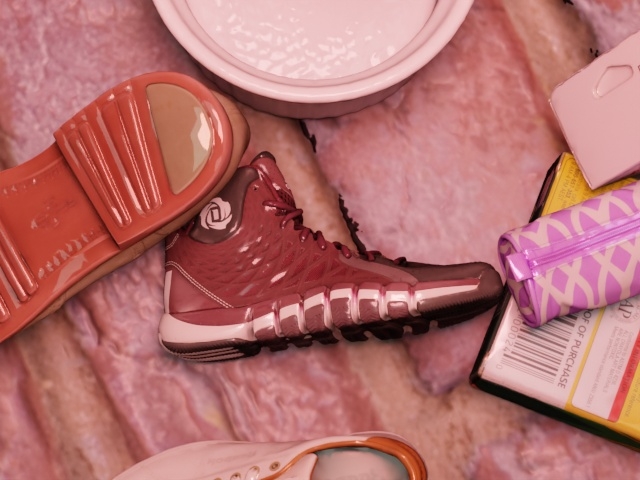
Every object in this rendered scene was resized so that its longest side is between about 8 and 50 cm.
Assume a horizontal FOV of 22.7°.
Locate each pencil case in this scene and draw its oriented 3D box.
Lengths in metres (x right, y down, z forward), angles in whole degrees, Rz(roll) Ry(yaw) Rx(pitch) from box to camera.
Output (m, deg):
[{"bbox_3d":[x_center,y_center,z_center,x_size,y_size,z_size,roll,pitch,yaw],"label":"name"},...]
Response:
[{"bbox_3d":[0.239,-0.001,1.230,0.206,0.088,0.086,-23,82,-5],"label":"pencil case"}]

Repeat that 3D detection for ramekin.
[{"bbox_3d":[-0.008,-0.233,1.317,0.277,0.135,0.277,0,80,-2],"label":"ramekin"}]

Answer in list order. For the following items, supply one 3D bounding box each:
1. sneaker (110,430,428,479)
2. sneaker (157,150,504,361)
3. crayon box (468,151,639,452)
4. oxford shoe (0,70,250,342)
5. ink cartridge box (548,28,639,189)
[{"bbox_3d":[-0.058,0.201,1.250,0.290,0.123,0.106,-14,83,-3],"label":"sneaker"},{"bbox_3d":[0.000,0.000,1.286,0.281,0.106,0.163,-8,76,4],"label":"sneaker"},{"bbox_3d":[0.305,0.081,1.303,0.318,0.081,0.202,22,80,2],"label":"crayon box"},{"bbox_3d":[-0.225,0.001,1.276,0.397,0.146,0.141,-24,84,14],"label":"oxford shoe"},{"bbox_3d":[0.315,-0.129,1.260,0.217,0.158,0.092,-16,79,-32],"label":"ink cartridge box"}]
